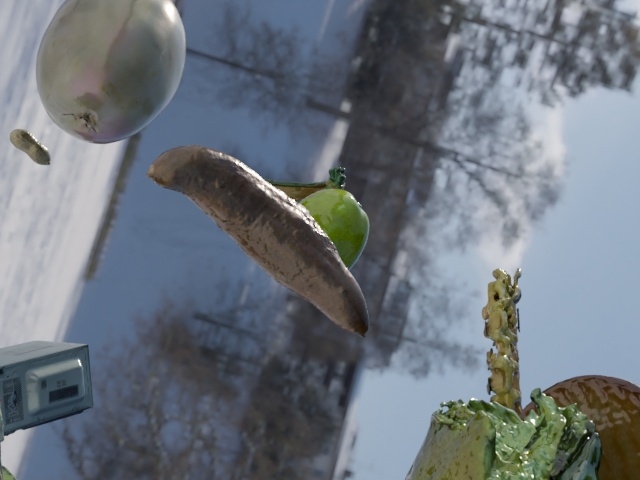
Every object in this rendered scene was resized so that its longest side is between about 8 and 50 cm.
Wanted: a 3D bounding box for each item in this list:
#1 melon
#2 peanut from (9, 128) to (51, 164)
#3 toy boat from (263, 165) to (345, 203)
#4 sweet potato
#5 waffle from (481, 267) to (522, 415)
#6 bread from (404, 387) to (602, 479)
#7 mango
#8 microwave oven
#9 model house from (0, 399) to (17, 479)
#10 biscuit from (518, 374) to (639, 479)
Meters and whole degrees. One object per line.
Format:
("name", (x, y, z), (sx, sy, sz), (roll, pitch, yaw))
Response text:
("melon", (-0.327, -0.287, 2.011), (0.317, 0.223, 0.223), (-81, -169, -46))
("peanut", (-0.483, -0.155, 2.134), (0.037, 0.083, 0.037), (-36, -158, 17))
("toy boat", (-0.060, -0.081, 2.069), (0.089, 0.229, 0.088), (-45, 130, -57))
("sweet potato", (-0.062, -0.010, 1.586), (0.092, 0.341, 0.114), (-41, -163, 30))
("waffle", (0.269, 0.183, 1.879), (0.280, 0.060, 0.262), (-79, 166, -60))
("bread", (0.176, 0.364, 1.502), (0.251, 0.208, 0.376), (-96, -152, -76))
("mango", (0.006, 0.000, 1.850), (0.089, 0.117, 0.163), (-116, -143, -51))
("microwave oven", (-0.508, 0.249, 2.155), (0.208, 0.162, 0.122), (-12, 101, -53))
("model house", (-0.471, 0.212, 1.560), (0.357, 0.242, 0.313), (19, -69, 62))
("biscuit", (0.349, 0.328, 1.614), (0.318, 0.040, 0.318), (-13, -108, 46))
